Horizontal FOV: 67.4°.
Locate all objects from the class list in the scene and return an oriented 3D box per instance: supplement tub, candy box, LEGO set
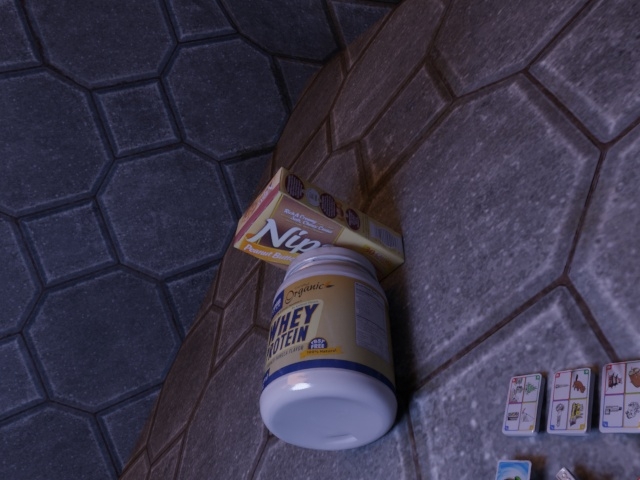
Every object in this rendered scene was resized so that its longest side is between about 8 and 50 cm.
[{"bbox_3d":[0.017,0.187,0.882,0.228,0.228,0.316,-46,27,35],"label":"supplement tub"},{"bbox_3d":[0.000,0.000,1.020,0.183,0.316,0.088,-45,28,35],"label":"candy box"},{"bbox_3d":[0.269,0.257,0.507,0.182,0.060,0.244,-36,24,54],"label":"LEGO set"}]
